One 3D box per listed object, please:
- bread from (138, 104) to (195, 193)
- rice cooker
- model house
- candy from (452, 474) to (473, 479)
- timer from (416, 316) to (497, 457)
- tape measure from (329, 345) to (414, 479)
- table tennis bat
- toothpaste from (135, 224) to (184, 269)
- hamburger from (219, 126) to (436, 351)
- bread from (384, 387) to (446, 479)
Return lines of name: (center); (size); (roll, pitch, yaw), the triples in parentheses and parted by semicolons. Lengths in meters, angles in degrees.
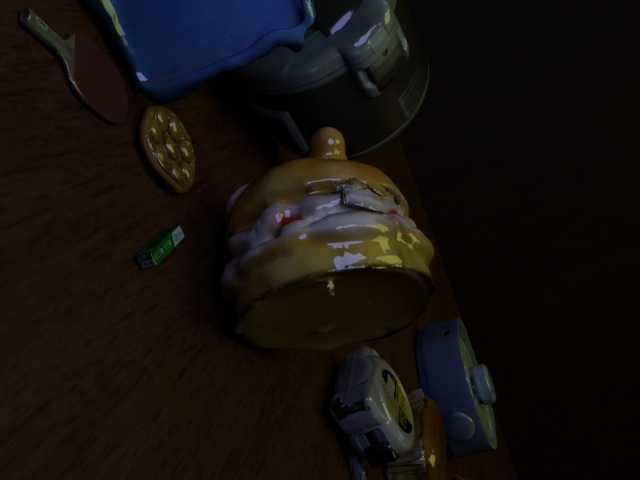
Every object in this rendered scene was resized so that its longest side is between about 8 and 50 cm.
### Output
bread: (-0.180, -0.107, 0.799); (0.110, 0.024, 0.110); (-17, 90, -73)
rice cooker: (0.000, -0.322, 1.115); (0.325, 0.335, 0.335); (50, 27, -56)
model house: (-0.137, -0.344, 0.829); (0.303, 0.237, 0.215); (-87, 155, -56)
candy: (0.392, 0.744, 1.716); (0.124, 0.124, 0.365); (-83, 162, -56)
timer: (0.408, 0.436, 1.933); (0.395, 0.173, 0.394); (-17, 90, -75)
tape measure: (0.083, 0.288, 1.136); (0.178, 0.105, 0.196); (62, 16, -11)
table tennis bat: (-0.245, -0.178, 0.685); (0.156, 0.013, 0.087); (46, 32, -61)
toothpaste: (-0.170, 0.006, 0.718); (0.083, 0.020, 0.017); (-66, 138, -67)
hamburger: (0.000, 0.000, 0.870); (0.276, 0.276, 0.236); (45, 29, -59)
bread: (0.197, 0.418, 1.360); (0.241, 0.107, 0.136); (-66, 139, -66)
